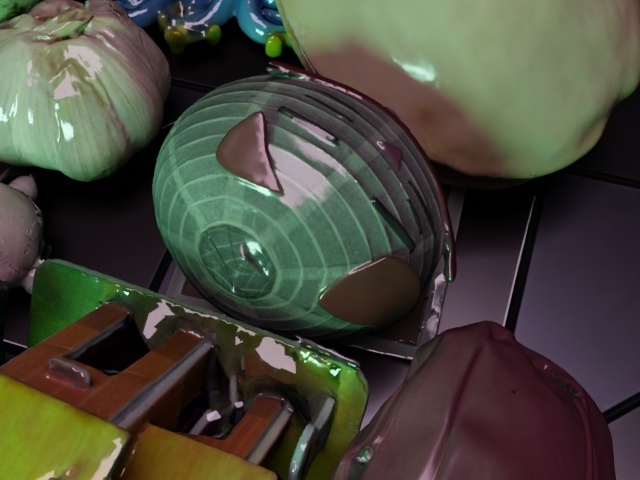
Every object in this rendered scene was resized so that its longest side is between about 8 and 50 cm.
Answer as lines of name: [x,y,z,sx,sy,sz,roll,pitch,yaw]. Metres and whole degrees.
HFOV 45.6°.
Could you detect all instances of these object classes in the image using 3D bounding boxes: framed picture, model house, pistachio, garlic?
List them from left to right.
garlic: [-0.270,-0.171,0.812,0.228,0.152,0.228,-1,56,2]
model house: [-0.177,0.242,0.534,0.300,0.340,0.323,19,21,13]
framed picture: [0.000,0.000,0.783,0.273,0.016,0.216,12,64,11]
pistachio: [0.138,-0.262,0.778,0.365,0.281,0.445,-27,80,-12]

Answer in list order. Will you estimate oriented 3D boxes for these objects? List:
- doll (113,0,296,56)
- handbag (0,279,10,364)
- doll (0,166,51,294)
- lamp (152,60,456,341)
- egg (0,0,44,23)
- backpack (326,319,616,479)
doll: [-0.118,-0.363,0.925,0.346,0.099,0.341,41,69,16]
handbag: [-0.332,0.127,0.628,0.088,0.270,0.175,20,55,-13]
doll: [-0.347,-0.008,0.739,0.192,0.095,0.149,-5,60,-49]
lamp: [-0.018,-0.023,0.655,0.265,0.233,0.233,40,71,-1]
egg: [-0.428,-0.411,0.879,0.287,0.287,0.379,-14,71,-2]
backpack: [0.101,0.216,0.544,0.197,0.283,0.317,-14,44,44]
